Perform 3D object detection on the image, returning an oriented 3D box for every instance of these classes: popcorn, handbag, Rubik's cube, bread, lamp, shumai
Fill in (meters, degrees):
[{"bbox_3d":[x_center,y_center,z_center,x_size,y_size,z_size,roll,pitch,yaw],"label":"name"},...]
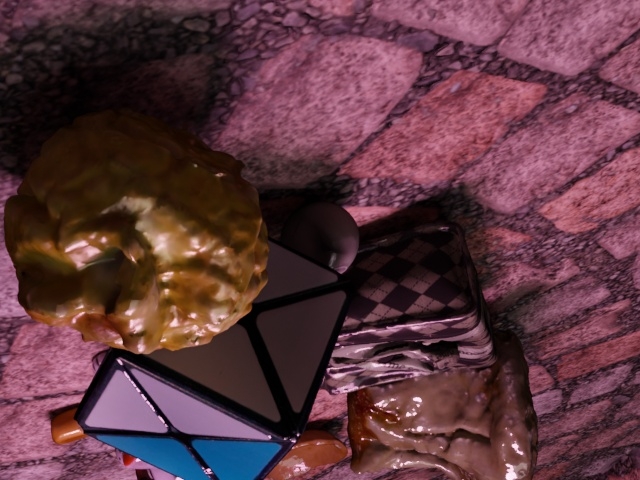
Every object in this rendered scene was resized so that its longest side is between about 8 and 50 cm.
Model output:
[{"bbox_3d":[-0.183,-0.002,1.232,0.282,0.282,0.247,13,98,-49],"label":"popcorn"},{"bbox_3d":[0.100,0.128,1.838,0.316,0.180,0.416,-15,161,8],"label":"handbag"},{"bbox_3d":[-0.132,0.142,1.488,0.246,0.250,0.248,26,145,-5],"label":"Rubik's cube"},{"bbox_3d":[-0.387,0.294,1.935,0.103,0.049,0.062,-18,163,-6],"label":"bread"},{"bbox_3d":[0.000,0.000,1.562,0.105,0.105,0.105,-16,155,-8],"label":"lamp"},{"bbox_3d":[0.208,0.319,2.135,0.323,0.324,0.397,1,175,-2],"label":"shumai"}]

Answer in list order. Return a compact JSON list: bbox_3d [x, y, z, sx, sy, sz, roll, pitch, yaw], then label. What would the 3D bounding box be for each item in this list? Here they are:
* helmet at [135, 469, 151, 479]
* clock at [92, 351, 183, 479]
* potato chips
[{"bbox_3d":[-0.215,0.366,2.033,0.189,0.193,0.216,17,123,-48],"label":"helmet"},{"bbox_3d":[-0.222,0.259,1.756,0.188,0.254,0.189,-12,152,-6],"label":"clock"},{"bbox_3d":[-0.047,0.432,2.441,0.195,0.062,0.208,-7,154,-13],"label":"potato chips"}]
